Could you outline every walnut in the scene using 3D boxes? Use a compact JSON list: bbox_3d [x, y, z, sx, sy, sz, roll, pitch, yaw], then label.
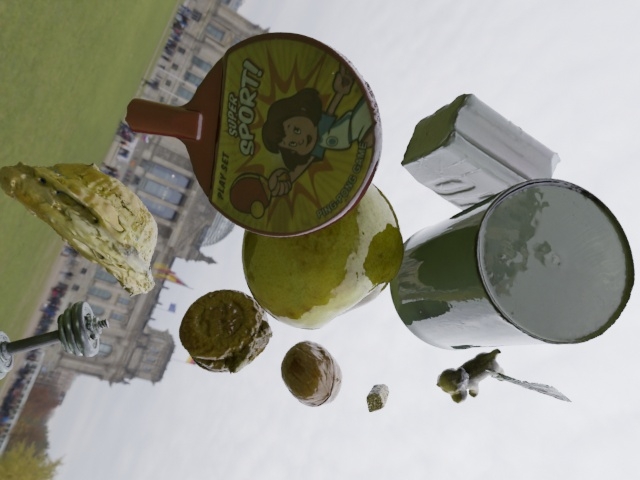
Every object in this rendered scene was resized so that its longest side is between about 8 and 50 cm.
[{"bbox_3d":[-0.025,0.375,1.235,0.167,0.167,0.207,-63,-148,6],"label":"walnut"}]

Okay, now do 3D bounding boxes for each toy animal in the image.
[{"bbox_3d":[0.503,0.455,1.468,0.233,0.168,0.121,-30,-131,-3],"label":"toy animal"}]

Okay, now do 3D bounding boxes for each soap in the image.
[{"bbox_3d":[0.518,-0.260,1.485,0.212,0.435,0.350,-66,-160,-12],"label":"soap"}]

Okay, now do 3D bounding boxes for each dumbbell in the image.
[{"bbox_3d":[-0.854,0.305,1.315,0.179,0.406,0.179,167,-90,-72],"label":"dumbbell"}]

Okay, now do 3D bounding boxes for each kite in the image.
[{"bbox_3d":[0.604,0.422,1.270,0.323,0.268,0.013,124,-13,-75],"label":"kite"}]

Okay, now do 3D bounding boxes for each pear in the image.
[{"bbox_3d":[0.000,0.000,0.817,0.304,0.304,0.303,-43,-146,39],"label":"pear"}]

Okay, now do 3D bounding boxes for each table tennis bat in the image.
[{"bbox_3d":[-0.110,-0.151,0.618,0.415,0.051,0.268,15,-76,24],"label":"table tennis bat"}]

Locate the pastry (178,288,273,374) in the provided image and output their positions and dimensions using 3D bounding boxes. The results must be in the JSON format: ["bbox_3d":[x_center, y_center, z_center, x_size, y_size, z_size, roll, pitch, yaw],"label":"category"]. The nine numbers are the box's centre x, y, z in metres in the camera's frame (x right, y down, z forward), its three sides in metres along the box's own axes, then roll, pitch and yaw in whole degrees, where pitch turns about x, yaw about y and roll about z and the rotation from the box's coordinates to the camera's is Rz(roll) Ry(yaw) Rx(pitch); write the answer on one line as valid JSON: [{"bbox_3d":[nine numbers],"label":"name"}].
[{"bbox_3d":[-0.247,0.246,1.189,0.240,0.235,0.132,-55,156,-39],"label":"pastry"}]

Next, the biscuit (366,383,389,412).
[{"bbox_3d":[0.232,0.641,1.801,0.082,0.168,0.070,-17,-93,17],"label":"biscuit"}]

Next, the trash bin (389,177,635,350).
[{"bbox_3d":[0.306,0.068,0.824,0.432,0.280,0.280,121,-13,-76],"label":"trash bin"}]

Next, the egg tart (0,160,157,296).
[{"bbox_3d":[-0.496,-0.041,0.970,0.169,0.388,0.388,-53,-160,-24],"label":"egg tart"}]
